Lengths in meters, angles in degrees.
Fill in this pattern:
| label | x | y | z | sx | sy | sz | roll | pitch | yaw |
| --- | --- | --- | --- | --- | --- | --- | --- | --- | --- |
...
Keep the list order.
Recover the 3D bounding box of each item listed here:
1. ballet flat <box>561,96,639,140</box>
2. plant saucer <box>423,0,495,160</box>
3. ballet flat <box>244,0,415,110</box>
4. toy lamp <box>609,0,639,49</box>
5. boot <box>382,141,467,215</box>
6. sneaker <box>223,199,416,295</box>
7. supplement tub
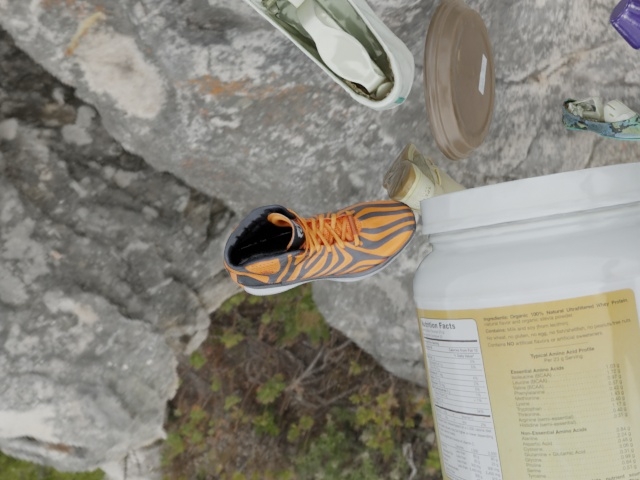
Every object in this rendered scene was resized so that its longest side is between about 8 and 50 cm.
| label | x | y | z | sx | sy | sz | roll | pitch | yaw |
| --- | --- | --- | --- | --- | --- | --- | --- | --- | --- |
| ballet flat | 0.496 | -0.218 | 1.325 | 0.188 | 0.070 | 0.070 | 23 | 131 | 55 |
| plant saucer | 0.247 | -0.276 | 1.299 | 0.041 | 0.278 | 0.278 | 1 | 116 | 30 |
| ballet flat | -0.024 | -0.325 | 1.012 | 0.400 | 0.139 | 0.139 | 42 | 120 | -12 |
| toy lamp | 0.596 | -0.308 | 1.231 | 0.275 | 0.080 | 0.080 | 29 | 120 | -9 |
| boot | 0.225 | -0.085 | 1.400 | 0.203 | 0.262 | 0.095 | 30 | 106 | -7 |
| sneaker | 0.000 | 0.000 | 1.194 | 0.321 | 0.180 | 0.124 | -20 | 72 | 0 |
| supplement tub | 0.205 | 0.104 | 0.649 | 0.228 | 0.228 | 0.316 | -9 | 89 | 21 |
